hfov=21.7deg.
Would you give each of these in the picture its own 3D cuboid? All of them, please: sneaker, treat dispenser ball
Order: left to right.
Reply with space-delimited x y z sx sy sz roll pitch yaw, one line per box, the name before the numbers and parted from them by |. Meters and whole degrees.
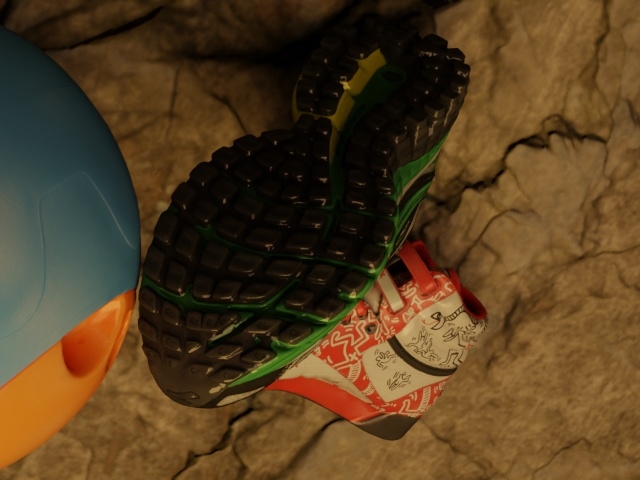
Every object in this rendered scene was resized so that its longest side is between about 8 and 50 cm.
treat dispenser ball | -0.248 0.005 0.974 0.288 0.288 0.288 -11 127 -14
sneaker | 0.000 0.000 1.072 0.343 0.134 0.146 -49 156 -45
sneaker | 0.007 0.047 1.236 0.270 0.090 0.145 26 110 -38
